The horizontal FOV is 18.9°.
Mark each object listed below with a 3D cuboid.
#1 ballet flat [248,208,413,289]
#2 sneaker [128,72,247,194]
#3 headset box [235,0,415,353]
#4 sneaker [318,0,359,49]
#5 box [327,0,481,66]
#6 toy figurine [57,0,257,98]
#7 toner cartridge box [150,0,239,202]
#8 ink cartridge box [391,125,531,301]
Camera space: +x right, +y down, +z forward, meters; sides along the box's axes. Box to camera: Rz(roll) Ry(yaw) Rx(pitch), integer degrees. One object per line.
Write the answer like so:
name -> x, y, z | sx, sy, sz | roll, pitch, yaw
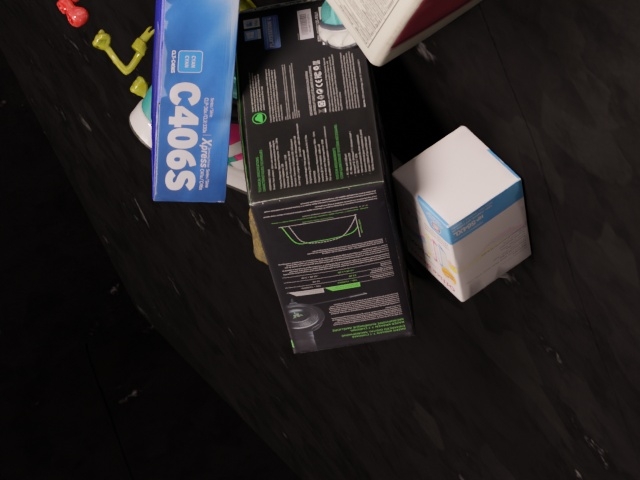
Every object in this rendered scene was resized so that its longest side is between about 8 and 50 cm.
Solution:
ballet flat -> 0.000, 0.000, 2.343 | 0.123, 0.123, 0.348 | 62, 165, -22
sneaker -> -0.044, -0.146, 2.132 | 0.295, 0.178, 0.124 | 19, -149, -31
headset box -> 0.007, -0.058, 1.919 | 0.283, 0.131, 0.246 | 74, -172, -54
sneaker -> 0.067, -0.232, 1.659 | 0.275, 0.107, 0.110 | 161, 95, -71
box -> 0.069, -0.246, 1.400 | 0.148, 0.127, 0.232 | 56, 167, 3
toy figurine -> -0.194, -0.332, 2.090 | 0.362, 0.191, 0.217 | 54, 161, 3
toner cartridge box -> -0.119, -0.225, 1.838 | 0.165, 0.075, 0.347 | -101, 14, -56
ink cartridge box -> 0.139, -0.019, 1.856 | 0.092, 0.090, 0.143 | 46, 162, 35
